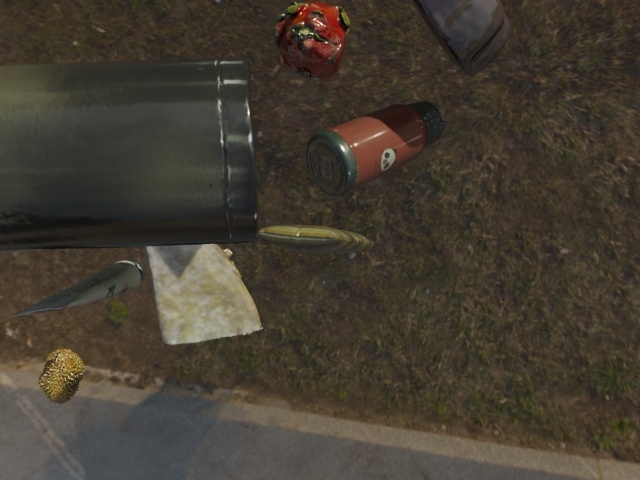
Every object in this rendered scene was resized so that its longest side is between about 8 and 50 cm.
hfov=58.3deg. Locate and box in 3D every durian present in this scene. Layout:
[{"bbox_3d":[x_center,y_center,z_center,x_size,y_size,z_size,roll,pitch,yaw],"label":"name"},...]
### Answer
[{"bbox_3d":[-0.811,0.418,1.805,0.158,0.137,0.168,44,123,42],"label":"durian"}]

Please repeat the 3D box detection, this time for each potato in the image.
[{"bbox_3d":[-0.252,0.073,1.180,0.211,0.189,0.264,-12,103,-13],"label":"potato"}]

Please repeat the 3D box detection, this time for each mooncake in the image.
[{"bbox_3d":[0.271,-0.457,1.149,0.133,0.245,0.245,-42,89,18],"label":"mooncake"}]

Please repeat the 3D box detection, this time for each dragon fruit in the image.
[{"bbox_3d":[-0.040,-0.504,1.395,0.198,0.200,0.269,-45,61,13],"label":"dragon fruit"}]

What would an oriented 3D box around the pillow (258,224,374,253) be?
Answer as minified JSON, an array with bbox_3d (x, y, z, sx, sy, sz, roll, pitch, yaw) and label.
[{"bbox_3d":[0.000,0.000,0.806,0.113,0.203,0.038,4,89,20],"label":"pillow"}]

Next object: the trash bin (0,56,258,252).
[{"bbox_3d":[-0.222,-0.090,0.622,0.301,0.252,0.203,-3,110,-7],"label":"trash bin"}]

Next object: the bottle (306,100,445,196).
[{"bbox_3d":[0.137,-0.215,1.272,0.144,0.336,0.144,35,139,38],"label":"bottle"}]

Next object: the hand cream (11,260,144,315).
[{"bbox_3d":[-0.325,0.070,0.817,0.080,0.234,0.050,-11,96,15],"label":"hand cream"}]
